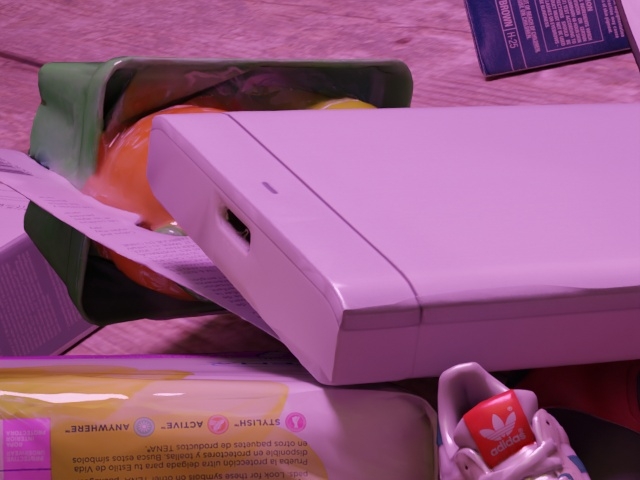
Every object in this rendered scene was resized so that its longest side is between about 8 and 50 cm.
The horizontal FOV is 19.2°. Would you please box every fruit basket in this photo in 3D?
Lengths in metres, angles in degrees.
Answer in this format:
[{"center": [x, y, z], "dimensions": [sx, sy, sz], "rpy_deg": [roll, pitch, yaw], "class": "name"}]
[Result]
[{"center": [0.000, 0.000, 1.064], "dimensions": [0.327, 0.165, 0.353], "rpy_deg": [-5, 26, -42], "class": "fruit basket"}]

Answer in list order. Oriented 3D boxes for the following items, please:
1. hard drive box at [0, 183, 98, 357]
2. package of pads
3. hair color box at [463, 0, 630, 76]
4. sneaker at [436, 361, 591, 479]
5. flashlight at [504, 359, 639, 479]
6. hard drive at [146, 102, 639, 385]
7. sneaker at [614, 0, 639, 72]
[{"center": [-0.273, 0.050, 1.260], "dimensions": [0.181, 0.089, 0.232], "rpy_deg": [5, 30, 44], "class": "hard drive box"}, {"center": [-0.107, 0.103, 0.821], "dimensions": [0.296, 0.101, 0.229], "rpy_deg": [-1, 1, -8], "class": "package of pads"}, {"center": [0.295, -0.237, 1.519], "dimensions": [0.347, 0.105, 0.174], "rpy_deg": [-10, 23, 15], "class": "hair color box"}, {"center": [0.072, 0.099, 0.676], "dimensions": [0.057, 0.075, 0.161], "rpy_deg": [-23, 23, -1], "class": "sneaker"}, {"center": [0.105, 0.140, 0.780], "dimensions": [0.103, 0.103, 0.304], "rpy_deg": [-4, 29, 18], "class": "flashlight"}, {"center": [0.123, -0.011, 0.887], "dimensions": [0.353, 0.047, 0.233], "rpy_deg": [-3, 23, -24], "class": "hard drive"}, {"center": [0.295, -0.127, 1.223], "dimensions": [0.178, 0.124, 0.295], "rpy_deg": [-19, 29, 8], "class": "sneaker"}]
